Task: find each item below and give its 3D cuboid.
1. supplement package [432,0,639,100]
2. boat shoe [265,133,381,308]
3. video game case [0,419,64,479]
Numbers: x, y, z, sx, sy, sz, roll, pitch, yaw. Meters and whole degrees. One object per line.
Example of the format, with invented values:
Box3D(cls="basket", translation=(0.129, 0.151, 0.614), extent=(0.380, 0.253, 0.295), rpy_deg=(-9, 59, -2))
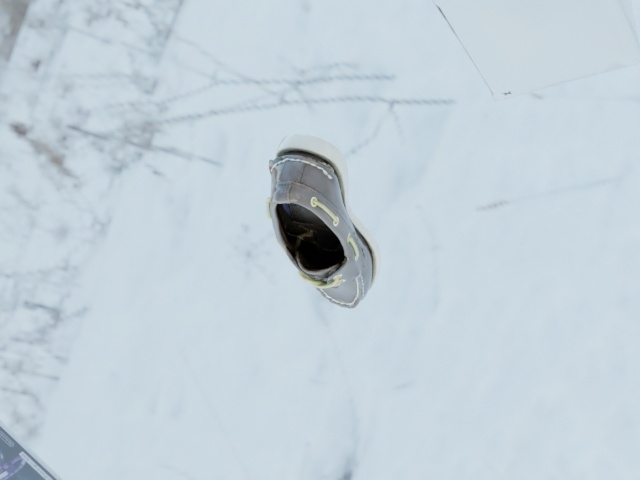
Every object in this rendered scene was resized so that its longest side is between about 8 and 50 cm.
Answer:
Box3D(cls="supplement package", translation=(0.267, -0.317, 1.917), extent=(0.204, 0.262, 0.145), rpy_deg=(-14, 62, 19))
Box3D(cls="boat shoe", translation=(0.000, 0.000, 1.940), extent=(0.117, 0.324, 0.096), rpy_deg=(8, 58, 17))
Box3D(cls="video game case", translation=(-0.377, 0.306, 1.743), extent=(0.190, 0.173, 0.022), rpy_deg=(40, 145, 16))
